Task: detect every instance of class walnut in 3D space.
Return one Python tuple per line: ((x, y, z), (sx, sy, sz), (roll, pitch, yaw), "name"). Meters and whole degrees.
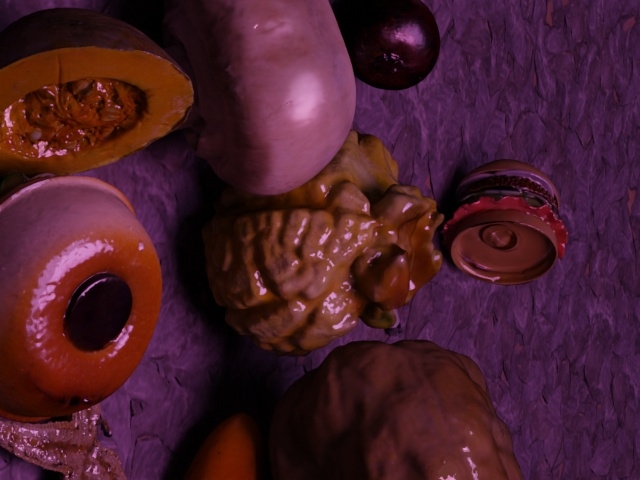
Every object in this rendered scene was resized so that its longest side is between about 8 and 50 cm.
((0.080, 0.244, 1.691), (0.253, 0.282, 0.276), (4, 53, -50), "walnut")

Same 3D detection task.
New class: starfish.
((-0.240, 0.230, 1.524), (0.138, 0.050, 0.247), (-47, 130, -41), "starfish")

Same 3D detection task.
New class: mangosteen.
((0.081, -0.250, 1.899), (0.140, 0.140, 0.140), (-14, 107, -56), "mangosteen")

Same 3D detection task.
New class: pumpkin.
((-0.224, -0.141, 1.381), (0.217, 0.217, 0.110), (34, 33, -54), "pumpkin")

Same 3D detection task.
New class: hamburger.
((0.256, -0.033, 2.162), (0.175, 0.175, 0.136), (57, 35, -45), "hamburger")
((-0.240, 0.053, 1.406), (0.237, 0.147, 0.236), (-23, 122, -43), "hamburger")

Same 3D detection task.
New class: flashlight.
((0.087, 0.085, 2.044), (0.018, 0.018, 0.083), (-50, 135, -44), "flashlight")

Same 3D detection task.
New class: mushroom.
((-0.097, -0.167, 1.547), (0.234, 0.260, 0.253), (-18, 125, -17), "mushroom")

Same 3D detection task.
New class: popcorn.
((0.000, 0.000, 1.700), (0.258, 0.270, 0.224), (-23, 120, -5), "popcorn")

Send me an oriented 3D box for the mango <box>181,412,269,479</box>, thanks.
((-0.103, 0.292, 1.699), (0.141, 0.102, 0.217), (29, 72, -61), "mango")
